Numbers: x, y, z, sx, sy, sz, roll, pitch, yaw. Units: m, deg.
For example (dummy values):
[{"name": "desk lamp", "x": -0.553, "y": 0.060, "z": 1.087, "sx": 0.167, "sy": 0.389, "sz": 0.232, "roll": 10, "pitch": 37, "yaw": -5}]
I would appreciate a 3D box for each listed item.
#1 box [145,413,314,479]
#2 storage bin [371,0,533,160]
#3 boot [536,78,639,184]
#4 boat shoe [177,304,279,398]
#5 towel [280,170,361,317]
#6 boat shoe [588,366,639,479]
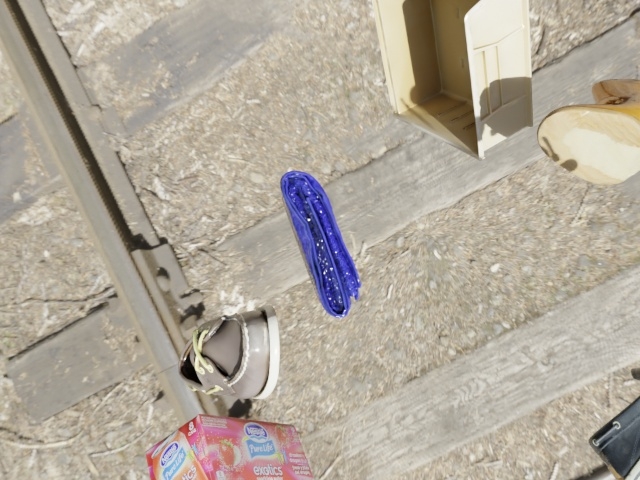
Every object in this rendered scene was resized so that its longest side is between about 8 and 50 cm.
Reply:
[{"name": "box", "x": -0.142, "y": 0.378, "z": 0.964, "sx": 0.128, "sy": 0.256, "sz": 0.123, "roll": -37, "pitch": 54, "yaw": 18}, {"name": "storage bin", "x": 0.223, "y": -0.316, "z": 1.003, "sx": 0.123, "sy": 0.262, "sz": 0.261, "roll": -28, "pitch": 127, "yaw": -13}, {"name": "boot", "x": 0.429, "y": -0.177, "z": 0.859, "sx": 0.294, "sy": 0.211, "sz": 0.104, "roll": 11, "pitch": 131, "yaw": -10}, {"name": "boat shoe", "x": -0.131, "y": 0.157, "z": 0.798, "sx": 0.096, "sy": 0.324, "sz": 0.117, "roll": 5, "pitch": 73, "yaw": -18}, {"name": "towel", "x": 0.000, "y": 0.000, "z": 0.982, "sx": 0.076, "sy": 0.308, "sz": 0.228, "roll": -19, "pitch": 91, "yaw": -3}, {"name": "boat shoe", "x": 0.739, "y": 0.293, "z": 1.216, "sx": 0.156, "sy": 0.186, "sz": 0.500, "roll": 41, "pitch": 110, "yaw": 41}]
